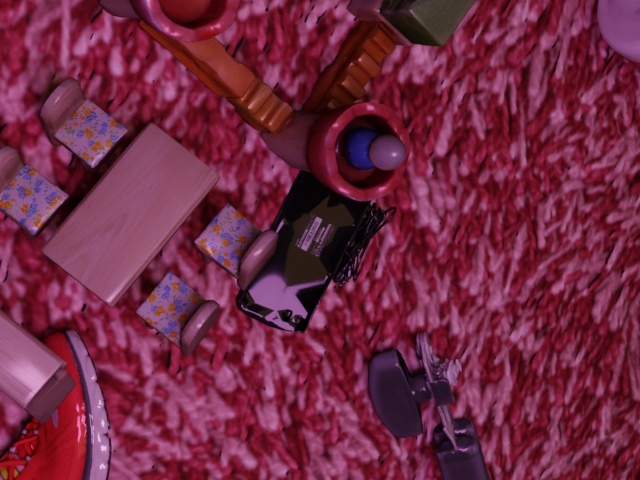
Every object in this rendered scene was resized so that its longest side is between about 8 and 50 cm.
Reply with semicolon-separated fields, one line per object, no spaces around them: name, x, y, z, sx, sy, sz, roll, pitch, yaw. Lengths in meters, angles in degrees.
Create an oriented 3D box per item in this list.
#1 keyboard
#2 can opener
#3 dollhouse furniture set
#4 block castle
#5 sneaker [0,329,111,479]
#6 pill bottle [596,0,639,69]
keyboard;0.000;0.000;1.306;0.100;0.038;0.192;28;85;-8
can opener;0.127;0.220;1.403;0.093;0.074;0.280;-18;110;10
dollhouse furniture set;-0.183;0.012;1.065;0.212;0.161;0.242;38;77;4
block castle;0.051;-0.293;1.167;0.303;0.213;0.453;41;79;-29
sneaker;-0.248;0.213;1.156;0.118;0.107;0.279;7;93;-21
pill bottle;0.458;-0.205;1.442;0.319;0.176;0.176;27;85;-31
